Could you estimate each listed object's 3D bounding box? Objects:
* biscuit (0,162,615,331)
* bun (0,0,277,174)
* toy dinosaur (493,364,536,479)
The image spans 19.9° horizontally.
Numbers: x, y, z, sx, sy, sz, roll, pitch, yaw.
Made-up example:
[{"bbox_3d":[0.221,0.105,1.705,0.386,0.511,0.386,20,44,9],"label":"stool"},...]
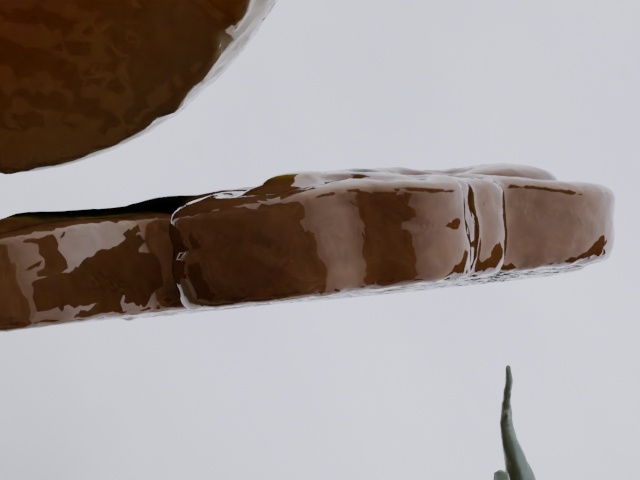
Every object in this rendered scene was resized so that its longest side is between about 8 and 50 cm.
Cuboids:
[{"bbox_3d":[0.000,0.000,0.673,0.202,0.334,0.047,-7,-93,27],"label":"biscuit"},{"bbox_3d":[-0.145,-0.182,0.754,0.299,0.165,0.299,2,-56,2],"label":"bun"},{"bbox_3d":[0.153,0.218,1.322,0.167,0.053,0.242,78,-1,-68],"label":"toy dinosaur"}]
